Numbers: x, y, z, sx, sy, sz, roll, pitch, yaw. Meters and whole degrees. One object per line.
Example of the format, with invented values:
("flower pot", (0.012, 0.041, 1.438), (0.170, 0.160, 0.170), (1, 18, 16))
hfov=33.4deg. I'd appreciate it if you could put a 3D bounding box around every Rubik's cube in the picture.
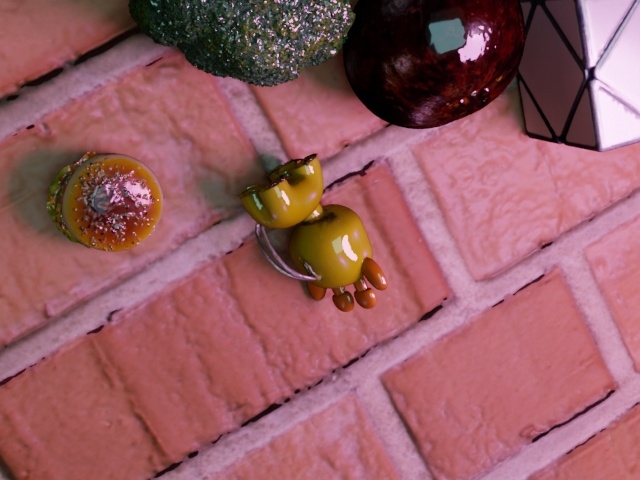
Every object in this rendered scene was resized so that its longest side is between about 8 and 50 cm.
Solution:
("Rubik's cube", (0.387, -0.244, 1.391), (0.205, 0.205, 0.207), (-14, 104, -13))

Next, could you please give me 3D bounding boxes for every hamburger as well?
("hamburger", (-0.263, -0.049, 1.310), (0.141, 0.081, 0.127), (26, 93, -20))

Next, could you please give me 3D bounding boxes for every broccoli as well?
("broccoli", (-0.088, -0.293, 1.234), (0.261, 0.242, 0.269), (7, 144, -12))

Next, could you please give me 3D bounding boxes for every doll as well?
("doll", (0.000, 0.000, 1.374), (0.135, 0.143, 0.221), (-44, 112, -40))

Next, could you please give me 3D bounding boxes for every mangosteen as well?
("mangosteen", (0.129, -0.275, 1.320), (0.235, 0.235, 0.261), (-22, 73, -11))
